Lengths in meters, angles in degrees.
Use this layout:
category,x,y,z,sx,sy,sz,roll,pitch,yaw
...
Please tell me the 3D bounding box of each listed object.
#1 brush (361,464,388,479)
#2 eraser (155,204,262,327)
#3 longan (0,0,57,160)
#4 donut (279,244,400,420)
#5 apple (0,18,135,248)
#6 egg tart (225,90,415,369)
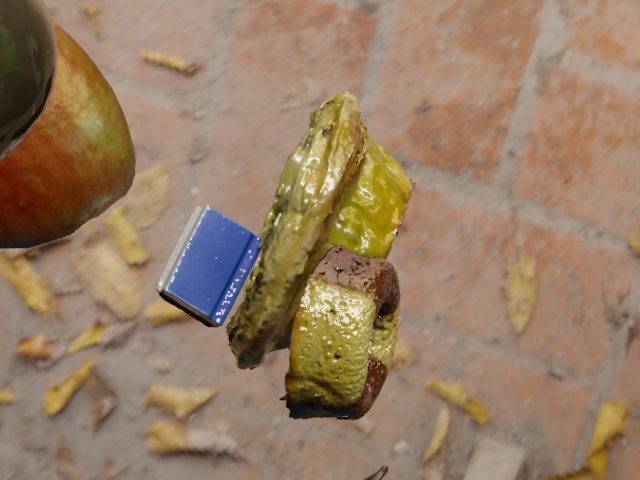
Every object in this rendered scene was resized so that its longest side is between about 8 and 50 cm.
category,x,y,z,sx,sy,sz,roll,pitch,yaw
brush,0.010,0.252,1.578,0.016,0.063,0.193,45,148,8
eraser,-0.092,0.022,1.457,0.063,0.084,0.027,34,160,-25
longan,-0.292,-0.122,1.158,0.248,0.248,0.248,5,108,15
donut,0.019,0.070,1.281,0.059,0.140,0.140,10,110,15
apple,-0.355,-0.130,1.779,0.346,0.179,0.254,32,90,-2
egg tart,0.000,0.000,1.585,0.118,0.288,0.288,21,112,-4
